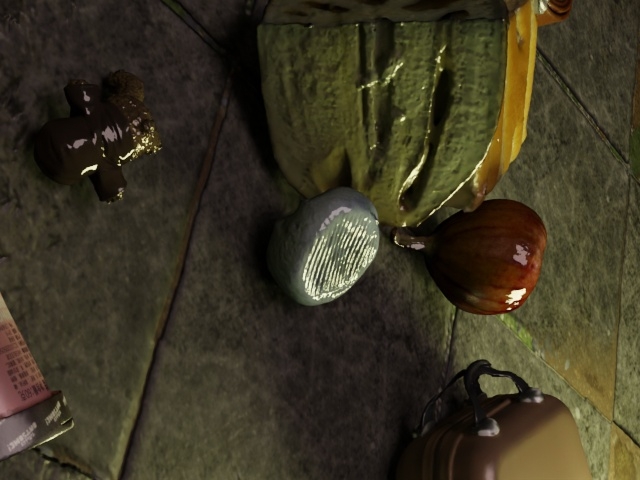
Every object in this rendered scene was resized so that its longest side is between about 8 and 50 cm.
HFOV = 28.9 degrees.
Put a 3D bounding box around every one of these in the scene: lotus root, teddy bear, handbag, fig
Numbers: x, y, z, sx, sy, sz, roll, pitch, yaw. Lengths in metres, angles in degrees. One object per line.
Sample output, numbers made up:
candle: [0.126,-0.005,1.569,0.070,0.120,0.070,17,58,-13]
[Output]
lotus root: [0.079,-0.154,1.412,0.149,0.267,0.260,-79,166,-56]
teddy bear: [-0.193,-0.100,1.158,0.160,0.078,0.119,-39,116,-52]
handbag: [0.216,0.288,1.556,0.302,0.149,0.283,-19,98,-52]
fig: [0.202,0.028,1.633,0.148,0.202,0.149,-74,149,-88]

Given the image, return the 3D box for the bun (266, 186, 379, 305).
bun: [0.000,0.000,1.376,0.141,0.083,0.141,-25,136,-27]

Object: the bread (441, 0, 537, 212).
bread: [0.200,-0.191,1.622,0.239,0.111,0.246,-50,146,-51]

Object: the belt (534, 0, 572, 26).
belt: [0.303,-0.457,1.922,0.184,0.105,0.261,-19,97,-52]

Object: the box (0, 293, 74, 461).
box: [-0.279,0.106,0.928,0.151,0.151,0.135,-25,93,-54]
